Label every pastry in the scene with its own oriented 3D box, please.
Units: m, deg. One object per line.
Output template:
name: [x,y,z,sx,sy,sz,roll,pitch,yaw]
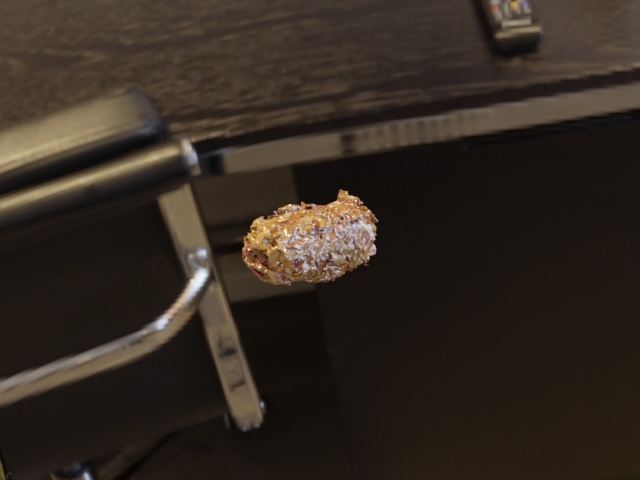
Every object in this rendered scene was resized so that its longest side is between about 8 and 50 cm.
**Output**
pastry: [0.000,0.003,1.212,0.169,0.087,0.063,-18,16,-36]

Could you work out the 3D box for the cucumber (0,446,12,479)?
cucumber: [-0.110,0.147,0.382,0.067,0.245,0.067,-16,5,2]
